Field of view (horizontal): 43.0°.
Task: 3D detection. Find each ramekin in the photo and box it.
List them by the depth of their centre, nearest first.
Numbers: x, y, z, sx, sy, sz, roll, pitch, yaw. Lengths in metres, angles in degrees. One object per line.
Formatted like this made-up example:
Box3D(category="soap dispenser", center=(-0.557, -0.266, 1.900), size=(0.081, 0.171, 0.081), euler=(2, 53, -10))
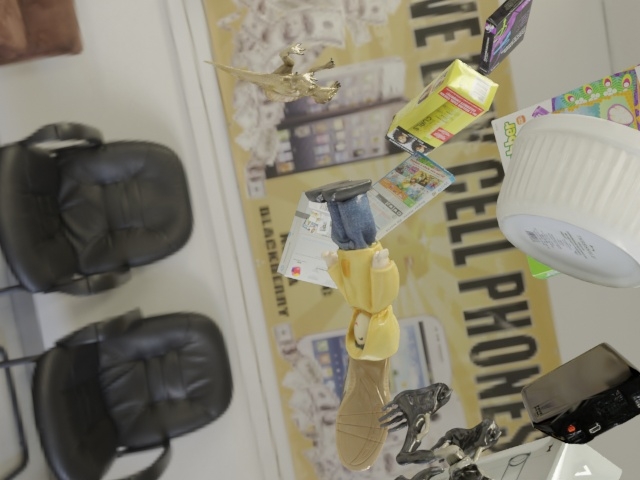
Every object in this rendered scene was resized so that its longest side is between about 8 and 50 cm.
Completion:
Box3D(category="ramekin", center=(0.289, -0.033, 0.870), size=(0.109, 0.207, 0.207), euler=(-63, 165, -12))

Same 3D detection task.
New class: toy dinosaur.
Box3D(category="toy dinosaur", center=(-0.042, -0.193, 0.988), size=(0.092, 0.183, 0.053), euler=(-32, -124, 52))

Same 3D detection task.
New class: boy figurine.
Box3D(category="boy figurine", center=(0.055, 0.048, 1.258), size=(0.177, 0.092, 0.285), euler=(9, -67, 59))

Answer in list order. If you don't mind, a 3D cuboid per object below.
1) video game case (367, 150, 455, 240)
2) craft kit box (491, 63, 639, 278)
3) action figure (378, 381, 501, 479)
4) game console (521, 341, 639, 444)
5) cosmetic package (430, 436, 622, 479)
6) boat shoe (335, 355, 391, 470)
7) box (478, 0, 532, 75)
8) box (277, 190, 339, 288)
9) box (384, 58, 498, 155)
Box3D(category="video game case", center=(0.130, -0.076, 1.362), size=(0.015, 0.166, 0.119), euler=(54, -3, -35))
Box3D(category="craft kit box", center=(0.393, -0.097, 1.159), size=(0.061, 0.247, 0.249), euler=(11, 63, -55))
Box3D(category="action figure", center=(0.112, 0.255, 0.757), size=(0.164, 0.141, 0.275), euler=(37, 19, -8))
Box3D(category="game console", center=(0.404, 0.123, 0.947), size=(0.044, 0.361, 0.213), euler=(59, 8, 2))
Box3D(category="cosmetic package", center=(0.205, 0.425, 1.077), size=(0.284, 0.097, 0.377), euler=(-53, -179, -30))
Box3D(category="boat shoe", center=(0.089, 0.293, 1.556), size=(0.092, 0.103, 0.285), euler=(46, 48, -77))
Box3D(category="box", center=(0.355, -0.402, 1.553), size=(0.029, 0.116, 0.162), euler=(41, -13, 17))
Box3D(category="box", center=(0.000, 0.000, 1.764), size=(0.038, 0.145, 0.186), euler=(20, -86, 57))
Box3D(category="box", center=(0.200, -0.217, 1.384), size=(0.058, 0.087, 0.232), euler=(-66, -166, -23))
